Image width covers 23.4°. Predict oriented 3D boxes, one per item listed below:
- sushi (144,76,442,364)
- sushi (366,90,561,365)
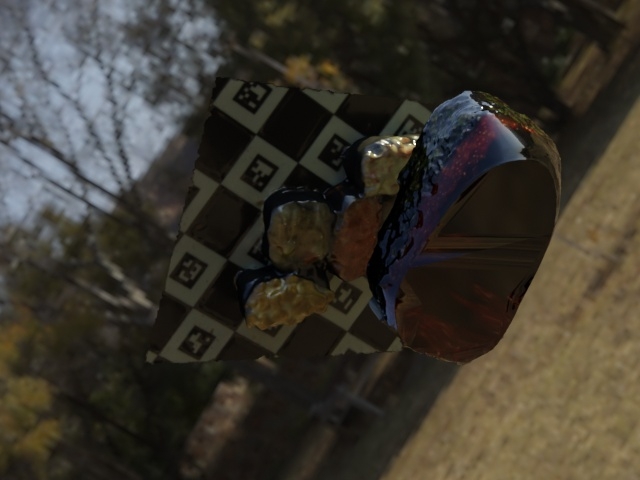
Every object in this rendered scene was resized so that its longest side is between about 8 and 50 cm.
[{"bbox_3d":[0.000,0.000,1.489,0.059,0.292,0.294,44,127,54],"label":"sushi"},{"bbox_3d":[0.126,-0.013,1.338,0.126,0.136,0.225,-106,35,-59],"label":"sushi"}]
